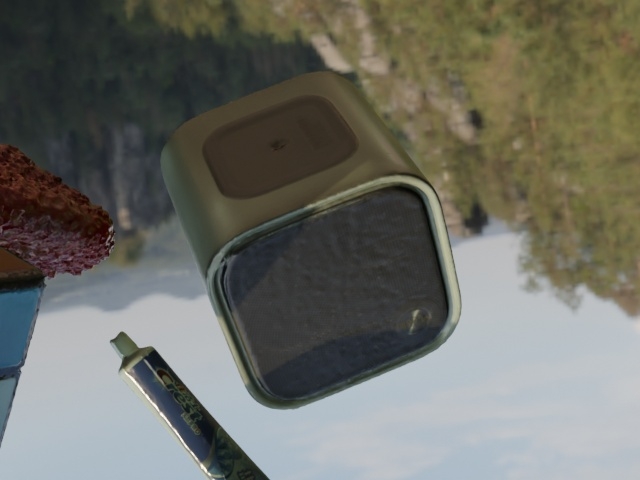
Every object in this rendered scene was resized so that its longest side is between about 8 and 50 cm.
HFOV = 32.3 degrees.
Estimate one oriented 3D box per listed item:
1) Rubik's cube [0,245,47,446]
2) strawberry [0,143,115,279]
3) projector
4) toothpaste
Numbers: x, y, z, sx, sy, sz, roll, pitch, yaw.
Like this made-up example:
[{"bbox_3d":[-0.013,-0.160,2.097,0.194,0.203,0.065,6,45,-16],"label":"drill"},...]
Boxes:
[{"bbox_3d":[-0.358,0.078,0.896,0.180,0.184,0.167,25,-163,27],"label":"Rubik's cube"},{"bbox_3d":[-0.339,-0.022,1.118,0.235,0.175,0.107,-16,-173,-4],"label":"strawberry"},{"bbox_3d":[-0.015,-0.006,1.207,0.248,0.249,0.249,-22,-143,-6],"label":"projector"},{"bbox_3d":[-0.138,0.207,1.204,0.047,0.268,0.069,-41,178,13],"label":"toothpaste"}]
